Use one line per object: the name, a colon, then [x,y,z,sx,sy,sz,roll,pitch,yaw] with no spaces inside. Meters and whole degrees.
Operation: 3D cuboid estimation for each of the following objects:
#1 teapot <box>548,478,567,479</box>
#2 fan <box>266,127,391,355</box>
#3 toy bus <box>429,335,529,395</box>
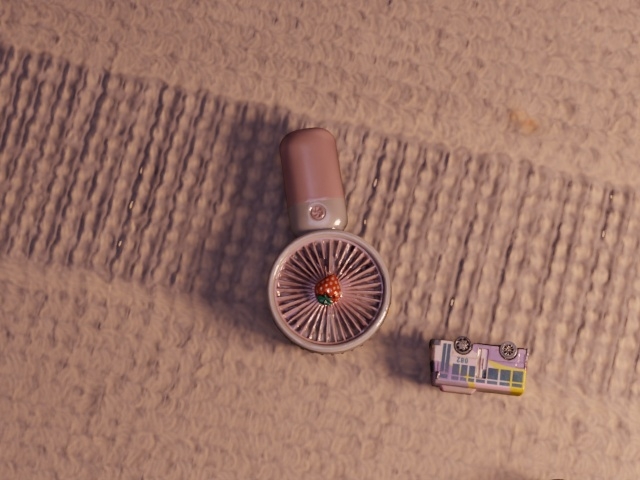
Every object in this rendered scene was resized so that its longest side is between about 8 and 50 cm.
teapot: [0.262,0.326,1.645,0.096,0.087,0.177,-11,79,-5]
fan: [0.000,0.000,1.717,0.130,0.074,0.244,-10,79,0]
toy bus: [0.162,0.132,1.700,0.102,0.052,0.058,6,79,1]
